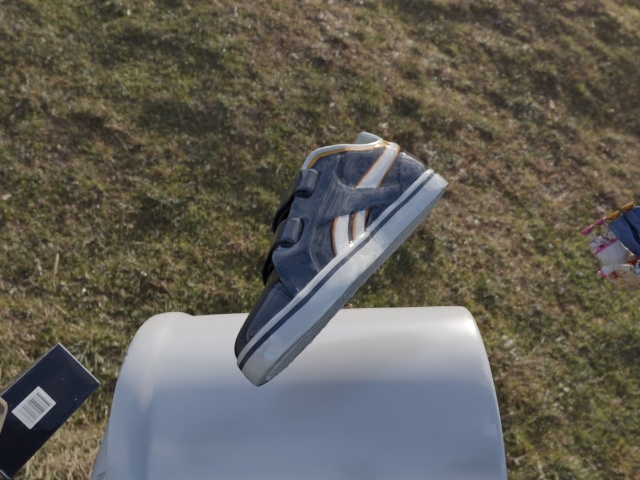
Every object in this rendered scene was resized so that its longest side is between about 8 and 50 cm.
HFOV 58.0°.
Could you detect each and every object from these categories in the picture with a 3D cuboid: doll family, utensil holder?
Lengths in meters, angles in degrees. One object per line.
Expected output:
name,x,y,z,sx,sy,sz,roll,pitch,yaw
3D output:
doll family,0.601,-0.007,1.010,0.163,0.263,0.118,53,24,8
utensil holder,-0.005,0.239,0.703,0.386,0.327,0.327,-5,47,3

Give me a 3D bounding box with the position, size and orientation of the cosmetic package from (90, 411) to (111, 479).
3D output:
cosmetic package,-0.323,0.437,1.269,0.284,0.097,0.377,35,36,-28

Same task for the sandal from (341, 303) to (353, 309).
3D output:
sandal,0.046,0.194,1.379,0.079,0.088,0.240,41,33,-35

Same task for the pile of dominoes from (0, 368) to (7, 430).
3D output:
pile of dominoes,-0.215,0.082,0.263,0.040,0.251,0.196,7,32,-6

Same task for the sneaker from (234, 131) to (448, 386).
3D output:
sneaker,0.000,0.000,0.575,0.127,0.126,0.321,40,48,7

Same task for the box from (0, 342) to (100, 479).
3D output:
box,-0.860,0.503,1.638,0.179,0.313,0.343,50,40,-12
